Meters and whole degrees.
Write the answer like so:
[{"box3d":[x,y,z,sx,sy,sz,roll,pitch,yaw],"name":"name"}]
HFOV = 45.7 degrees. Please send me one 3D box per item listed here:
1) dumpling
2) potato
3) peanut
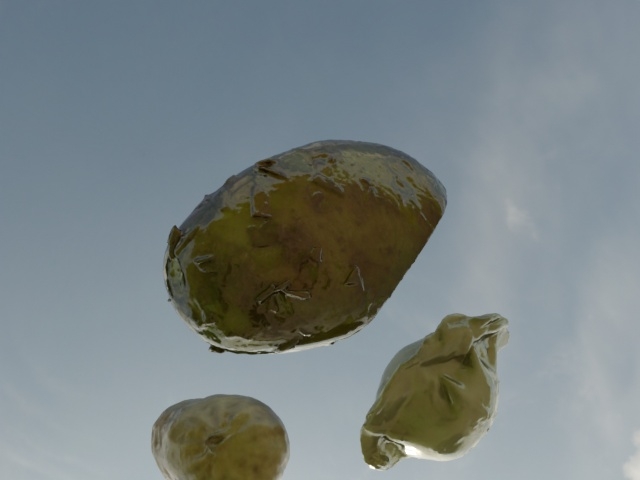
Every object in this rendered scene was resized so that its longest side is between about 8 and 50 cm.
[{"box3d":[0.144,0.178,0.935,0.258,0.147,0.193,-39,-37,-16],"name":"dumpling"},{"box3d":[0.000,0.000,0.693,0.298,0.141,0.176,-26,-82,-25],"name":"potato"},{"box3d":[-0.125,0.243,0.889,0.129,0.224,0.129,9,-107,-31],"name":"peanut"}]
